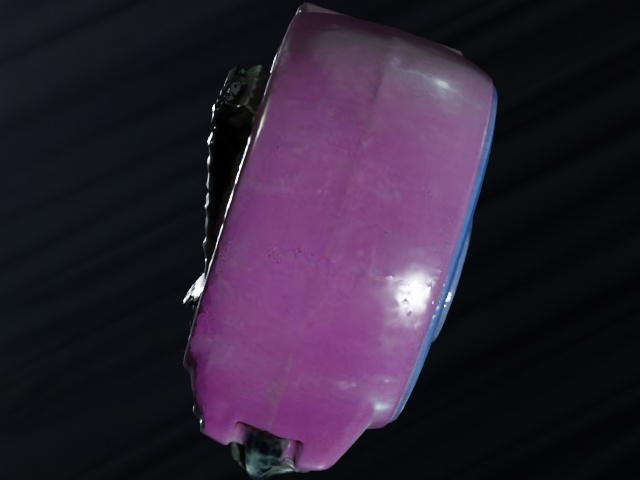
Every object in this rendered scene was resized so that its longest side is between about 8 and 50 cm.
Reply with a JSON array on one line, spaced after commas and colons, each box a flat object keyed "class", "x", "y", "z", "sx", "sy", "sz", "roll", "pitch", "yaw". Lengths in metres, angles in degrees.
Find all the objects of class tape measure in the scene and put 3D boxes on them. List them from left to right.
[{"class": "tape measure", "x": 0.000, "y": 0.000, "z": 1.075, "sx": 0.231, "sy": 0.149, "sz": 0.245, "roll": -71, "pitch": -1, "yaw": -69}]
